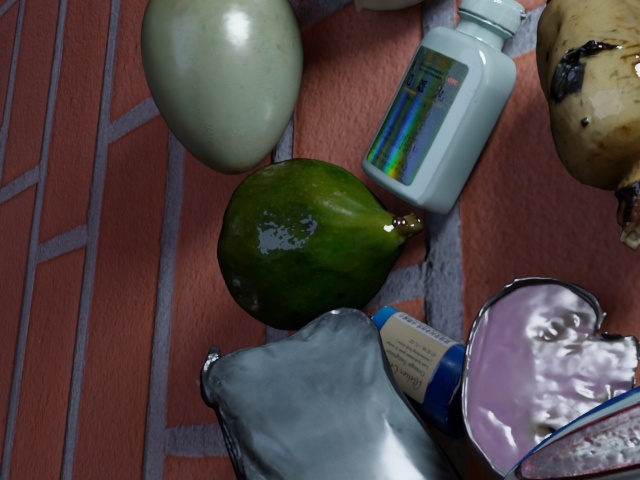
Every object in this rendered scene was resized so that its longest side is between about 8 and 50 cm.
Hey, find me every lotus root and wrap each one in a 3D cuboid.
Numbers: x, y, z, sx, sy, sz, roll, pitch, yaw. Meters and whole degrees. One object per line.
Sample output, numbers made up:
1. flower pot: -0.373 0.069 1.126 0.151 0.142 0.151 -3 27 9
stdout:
1. lotus root: 0.250 -0.125 0.665 0.140 0.154 0.257 -45 44 39

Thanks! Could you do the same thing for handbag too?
1. handbag: 0.017 0.206 0.759 0.075 0.191 0.332 82 163 -54

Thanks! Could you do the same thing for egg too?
1. egg: -0.129 -0.234 1.098 0.218 0.218 0.295 -18 76 46

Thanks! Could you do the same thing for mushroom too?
1. mushroom: 0.186 0.131 0.692 0.117 0.141 0.188 90 -173 -68

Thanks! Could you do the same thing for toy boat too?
1. toy boat: 0.239 0.142 0.589 0.229 0.046 0.080 -18 62 5

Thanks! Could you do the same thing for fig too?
1. fig: 0.000 0.000 0.892 0.245 0.195 0.195 -11 70 52

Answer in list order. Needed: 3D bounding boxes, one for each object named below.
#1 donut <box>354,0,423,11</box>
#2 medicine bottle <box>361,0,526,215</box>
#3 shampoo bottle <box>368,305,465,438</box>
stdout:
1. donut: 0.101 -0.467 0.960 0.382 0.142 0.382 -20 62 45
2. medicine bottle: 0.136 -0.151 0.863 0.121 0.083 0.229 42 109 50
3. shampoo bottle: 0.093 0.127 0.850 0.183 0.050 0.087 27 102 50
